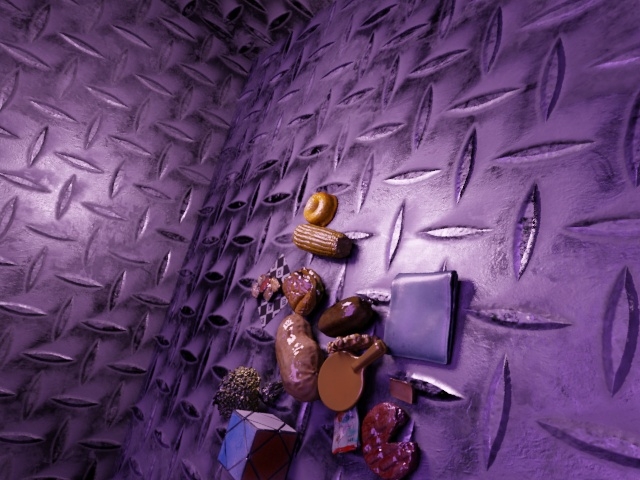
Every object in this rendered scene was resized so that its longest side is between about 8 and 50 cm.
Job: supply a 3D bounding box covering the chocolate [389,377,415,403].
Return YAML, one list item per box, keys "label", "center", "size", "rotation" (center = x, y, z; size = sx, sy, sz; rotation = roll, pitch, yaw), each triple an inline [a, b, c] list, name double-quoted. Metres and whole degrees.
- label: "chocolate"
  center: [0.259, 0.468, 1.349]
  size: [0.101, 0.031, 0.064]
  rotation: [-7, 82, 55]

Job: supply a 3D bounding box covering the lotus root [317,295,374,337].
- label: "lotus root"
  center: [0.090, 0.289, 1.597]
  size: [0.241, 0.124, 0.122]
  rotation: [-38, 33, 33]

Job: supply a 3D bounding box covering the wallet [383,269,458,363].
- label: "wallet"
  center: [0.319, 0.236, 1.387]
  size: [0.252, 0.054, 0.290]
  rotation: [-10, 64, 52]

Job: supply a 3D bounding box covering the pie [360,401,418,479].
- label: "pie"
  center: [0.207, 0.611, 1.318]
  size: [0.204, 0.054, 0.218]
  rotation: [-33, 48, 38]

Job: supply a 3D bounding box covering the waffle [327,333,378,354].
- label: "waffle"
  center: [0.108, 0.379, 1.558]
  size: [0.192, 0.161, 0.046]
  rotation: [112, 158, -58]

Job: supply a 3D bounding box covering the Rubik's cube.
- label: "Rubik's cube"
  center: [-0.243, 0.797, 1.669]
  size: [0.205, 0.208, 0.205]
  rotation: [5, 76, 53]

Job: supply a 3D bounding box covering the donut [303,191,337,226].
- label: "donut"
  center: [-0.009, -0.152, 2.030]
  size: [0.190, 0.075, 0.174]
  rotation: [31, 96, 56]

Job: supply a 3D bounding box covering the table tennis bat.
- label: "table tennis bat"
  center: [0.105, 0.446, 1.466]
  size: [0.321, 0.050, 0.198]
  rotation: [-46, 44, 21]

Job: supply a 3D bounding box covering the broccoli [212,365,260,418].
- label: "broccoli"
  center: [-0.323, 0.669, 1.897]
  size: [0.181, 0.273, 0.242]
  rotation: [25, 105, 23]

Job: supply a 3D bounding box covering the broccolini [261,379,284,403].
- label: "broccolini"
  center: [-0.181, 0.609, 1.823]
  size: [0.202, 0.068, 0.091]
  rotation: [-48, 19, 23]

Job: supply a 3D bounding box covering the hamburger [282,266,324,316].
- label: "hamburger"
  center: [-0.081, 0.219, 1.865]
  size: [0.183, 0.130, 0.206]
  rotation: [-53, 39, 22]

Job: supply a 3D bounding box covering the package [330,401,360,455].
- label: "package"
  center: [0.085, 0.597, 1.466]
  size: [0.166, 0.040, 0.231]
  rotation: [-42, 32, 46]

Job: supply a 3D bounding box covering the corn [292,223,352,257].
- label: "corn"
  center: [0.000, 0.000, 1.886]
  size: [0.345, 0.131, 0.131]
  rotation: [12, 80, 54]

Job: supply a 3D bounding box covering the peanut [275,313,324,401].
- label: "peanut"
  center: [-0.083, 0.448, 1.689]
  size: [0.192, 0.170, 0.387]
  rotation: [-65, 31, 30]

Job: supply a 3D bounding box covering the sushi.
- label: "sushi"
  center: [-0.253, 0.242, 2.139]
  size: [0.294, 0.059, 0.292]
  rotation: [-49, 39, 22]
